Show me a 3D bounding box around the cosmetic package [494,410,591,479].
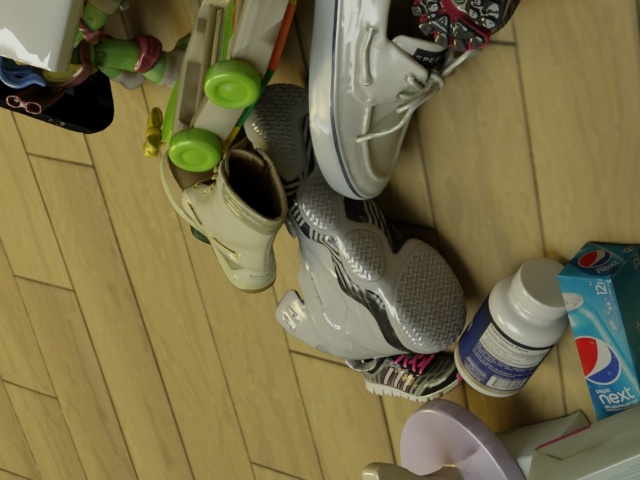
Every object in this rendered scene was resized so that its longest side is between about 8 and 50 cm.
[{"bbox_3d":[0.304,0.411,1.787,0.284,0.097,0.377,-26,102,47],"label":"cosmetic package"}]

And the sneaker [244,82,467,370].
[{"bbox_3d":[0.000,0.000,1.693,0.366,0.137,0.210,53,142,-2],"label":"sneaker"}]

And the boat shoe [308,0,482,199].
[{"bbox_3d":[0.087,-0.196,1.477,0.156,0.136,0.367,18,122,28],"label":"boat shoe"}]

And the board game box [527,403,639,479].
[{"bbox_3d":[0.398,0.319,1.538,0.224,0.097,0.303,-28,110,29],"label":"board game box"}]

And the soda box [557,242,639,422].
[{"bbox_3d":[0.322,0.109,1.541,0.067,0.071,0.210,3,123,40],"label":"soda box"}]

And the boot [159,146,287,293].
[{"bbox_3d":[-0.109,-0.062,1.623,0.213,0.077,0.165,55,155,22],"label":"boot"}]

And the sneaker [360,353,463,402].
[{"bbox_3d":[0.107,0.154,1.778,0.170,0.063,0.075,-3,125,49],"label":"sneaker"}]

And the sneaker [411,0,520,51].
[{"bbox_3d":[0.153,-0.331,1.320,0.121,0.112,0.299,22,121,21],"label":"sneaker"}]

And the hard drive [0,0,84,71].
[{"bbox_3d":[-0.326,-0.354,1.504,0.203,0.040,0.307,18,102,16],"label":"hard drive"}]

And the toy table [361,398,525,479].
[{"bbox_3d":[0.144,0.345,1.683,0.252,0.161,0.274,-20,101,48],"label":"toy table"}]

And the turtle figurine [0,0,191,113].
[{"bbox_3d":[-0.272,-0.278,1.668,0.198,0.266,0.275,-30,62,30],"label":"turtle figurine"}]

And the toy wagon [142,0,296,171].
[{"bbox_3d":[-0.112,-0.203,1.553,0.068,0.267,0.344,16,144,-16],"label":"toy wagon"}]

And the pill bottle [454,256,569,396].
[{"bbox_3d":[0.222,0.095,1.603,0.094,0.094,0.169,39,139,11],"label":"pill bottle"}]

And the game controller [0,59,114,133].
[{"bbox_3d":[-0.377,-0.234,1.713,0.067,0.319,0.166,-19,67,34],"label":"game controller"}]

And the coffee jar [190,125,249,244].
[{"bbox_3d":[-0.129,-0.085,1.787,0.096,0.079,0.184,19,133,34],"label":"coffee jar"}]
